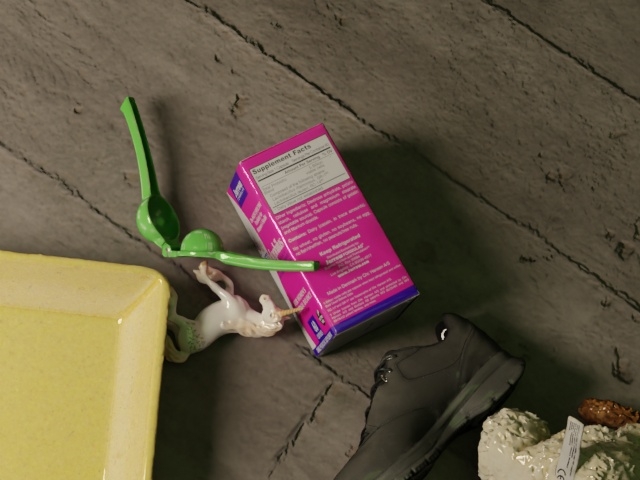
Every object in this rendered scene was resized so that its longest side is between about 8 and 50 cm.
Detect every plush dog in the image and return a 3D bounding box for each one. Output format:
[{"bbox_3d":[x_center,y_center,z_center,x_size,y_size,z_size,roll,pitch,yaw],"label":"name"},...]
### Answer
[{"bbox_3d":[0.325,0.271,1.785,0.225,0.210,0.262,-10,74,-48],"label":"plush dog"}]

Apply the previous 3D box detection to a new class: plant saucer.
[{"bbox_3d":[-0.338,0.179,1.725,0.332,0.081,0.333,7,72,-10],"label":"plant saucer"}]

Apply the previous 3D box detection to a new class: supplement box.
[{"bbox_3d":[0.000,0.000,1.833,0.114,0.111,0.220,-25,79,-17],"label":"supplement box"}]

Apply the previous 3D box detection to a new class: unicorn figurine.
[{"bbox_3d":[-0.112,0.079,1.818,0.162,0.060,0.111,-35,80,-1],"label":"unicorn figurine"}]

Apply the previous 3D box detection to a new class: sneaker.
[{"bbox_3d":[0.091,0.191,1.808,0.130,0.109,0.286,45,61,11],"label":"sneaker"}]

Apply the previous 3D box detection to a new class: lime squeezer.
[{"bbox_3d":[-0.133,-0.023,1.816,0.310,0.059,0.110,41,92,25],"label":"lime squeezer"}]
